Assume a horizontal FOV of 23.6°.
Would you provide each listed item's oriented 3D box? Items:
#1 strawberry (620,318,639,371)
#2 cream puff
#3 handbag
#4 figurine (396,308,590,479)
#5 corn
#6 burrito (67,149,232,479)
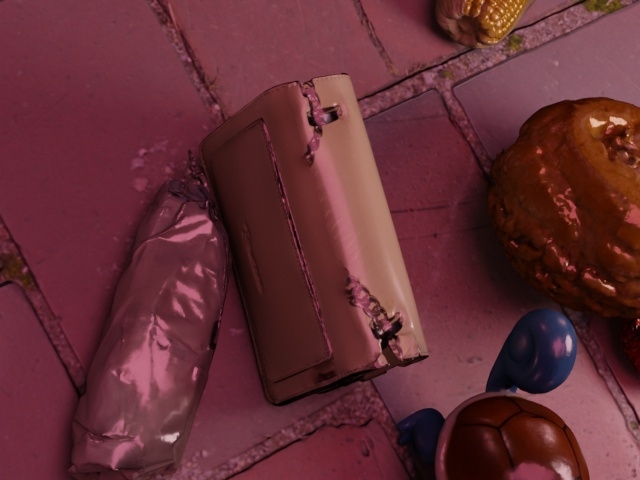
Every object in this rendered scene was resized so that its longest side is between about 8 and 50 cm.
[{"bbox_3d":[0.474,0.134,2.118,0.145,0.086,0.145,8,71,-22],"label":"strawberry"},{"bbox_3d":[0.382,-0.031,2.043,0.343,0.231,0.327,-12,50,-43],"label":"cream puff"},{"bbox_3d":[0.000,0.000,1.867,0.160,0.236,0.359,-12,81,-26],"label":"handbag"},{"bbox_3d":[0.248,0.303,1.894,0.298,0.243,0.416,9,73,-29],"label":"figurine"},{"bbox_3d":[0.265,-0.405,2.203,0.123,0.122,0.305,24,59,17],"label":"corn"},{"bbox_3d":[-0.187,0.092,1.845,0.139,0.101,0.446,19,66,-11],"label":"burrito"}]
